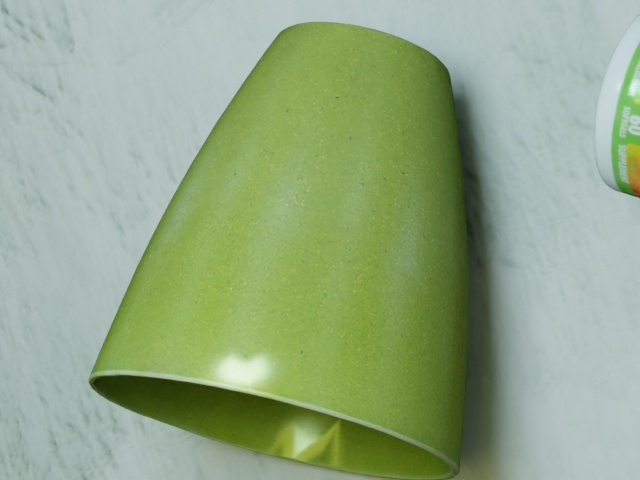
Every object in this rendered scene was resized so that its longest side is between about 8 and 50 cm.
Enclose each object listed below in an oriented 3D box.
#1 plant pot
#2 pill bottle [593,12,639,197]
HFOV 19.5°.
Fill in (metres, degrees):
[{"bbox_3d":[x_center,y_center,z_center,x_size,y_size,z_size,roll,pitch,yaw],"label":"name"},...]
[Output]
[{"bbox_3d":[0.000,0.000,1.374,0.274,0.275,0.294,6,73,29],"label":"plant pot"},{"bbox_3d":[0.320,-0.069,1.243,0.245,0.136,0.136,18,96,29],"label":"pill bottle"}]
